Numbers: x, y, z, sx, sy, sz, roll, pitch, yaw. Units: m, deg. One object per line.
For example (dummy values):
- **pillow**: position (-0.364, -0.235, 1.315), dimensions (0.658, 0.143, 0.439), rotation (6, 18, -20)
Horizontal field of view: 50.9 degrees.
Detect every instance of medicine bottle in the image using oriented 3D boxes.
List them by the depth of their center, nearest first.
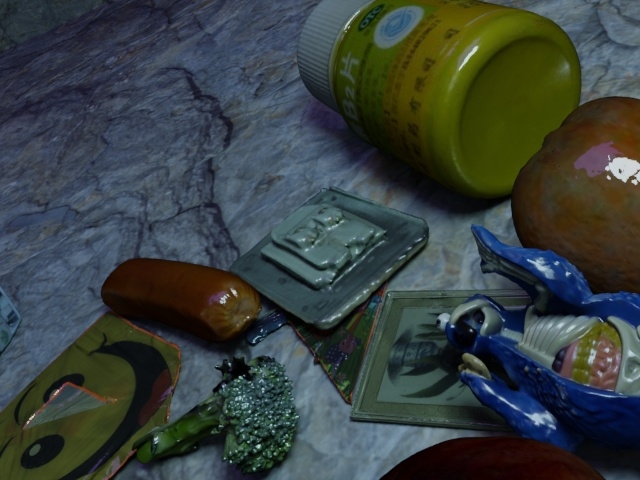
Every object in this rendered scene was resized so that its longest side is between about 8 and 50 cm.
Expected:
- **medicine bottle**: position (0.134, -0.222, 0.912), dimensions (0.224, 0.224, 0.384), rotation (-36, 38, -10)

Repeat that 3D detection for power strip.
- **power strip**: position (0.000, 0.000, 0.846), dimensions (0.198, 0.064, 0.213), rotation (-42, 39, -23)

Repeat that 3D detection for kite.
- **kite**: position (0.012, 0.064, 0.832), dimensions (0.234, 0.016, 0.321), rotation (-33, 38, -9)
- **kite**: position (-0.323, 0.225, 0.847), dimensions (0.328, 0.013, 0.377), rotation (-18, 37, 13)

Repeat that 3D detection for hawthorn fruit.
- **hawthorn fruit**: position (0.294, -0.006, 0.611), dimensions (0.199, 0.199, 0.251), rotation (-36, 67, -10)

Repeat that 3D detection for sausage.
- **sausage**: position (-0.193, 0.068, 0.887), dimensions (0.300, 0.083, 0.089), rotation (7, 53, 42)

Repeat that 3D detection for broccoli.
- **broccoli**: position (-0.114, 0.191, 0.704), dimensions (0.204, 0.118, 0.122), rotation (-26, 65, 29)

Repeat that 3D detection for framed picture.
- **framed picture**: position (0.155, 0.114, 0.683), dimensions (0.231, 0.010, 0.173), rotation (-5, 43, 28)

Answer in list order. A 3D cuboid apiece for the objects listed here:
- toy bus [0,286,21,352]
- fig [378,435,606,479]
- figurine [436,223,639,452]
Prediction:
- **toy bus**: position (-0.638, 0.149, 1.063), dimensions (0.330, 0.109, 0.136), rotation (-9, 32, 24)
- **fig**: position (0.114, 0.236, 0.407), dimensions (0.214, 0.235, 0.235), rotation (22, 50, 1)
- **figurine**: position (0.213, 0.095, 0.560), dimensions (0.121, 0.164, 0.262), rotation (-4, 24, -38)
